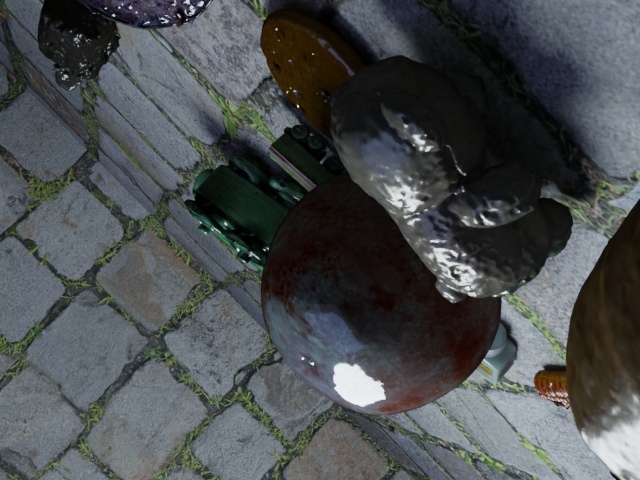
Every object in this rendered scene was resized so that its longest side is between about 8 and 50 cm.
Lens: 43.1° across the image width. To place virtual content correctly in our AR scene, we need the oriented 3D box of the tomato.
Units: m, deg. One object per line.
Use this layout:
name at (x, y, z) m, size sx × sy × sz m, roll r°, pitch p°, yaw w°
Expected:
tomato at (0.076, 0.066, 1.040) m, size 0.316 × 0.282 × 0.317 m, roll 37°, pitch 152°, yaw 24°

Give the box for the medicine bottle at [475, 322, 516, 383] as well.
medicine bottle at (0.256, 0.164, 1.236) m, size 0.074 × 0.055 × 0.118 m, roll 39°, pitch 164°, yaw 24°

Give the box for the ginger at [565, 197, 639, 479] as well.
ginger at (0.264, 0.039, 0.470) m, size 0.223 × 0.269 × 0.200 m, roll 50°, pitch -165°, yaw -47°

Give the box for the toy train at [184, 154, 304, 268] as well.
toy train at (-0.102, -0.028, 1.493) m, size 0.299 × 0.167 × 0.238 m, roll 34°, pitch 172°, yaw 38°

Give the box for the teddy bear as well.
teddy bear at (0.120, -0.063, 0.790) m, size 0.267 × 0.151 × 0.236 m, roll 53°, pitch 170°, yaw -22°

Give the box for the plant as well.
plant at (-0.444, -0.368, 1.486) m, size 0.131 × 0.143 × 0.203 m, roll 30°, pitch 163°, yaw -9°

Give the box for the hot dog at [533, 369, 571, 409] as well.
hot dog at (0.351, 0.213, 1.148) m, size 0.062 × 0.038 × 0.144 m, roll 47°, pitch 165°, yaw -8°

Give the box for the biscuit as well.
biscuit at (0.006, -0.190, 0.972) m, size 0.212 × 0.036 × 0.212 m, roll 40°, pitch 163°, yaw 15°

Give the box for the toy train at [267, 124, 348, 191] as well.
toy train at (-0.006, -0.106, 1.166) m, size 0.148 × 0.071 × 0.038 m, roll 42°, pitch 166°, yaw 8°

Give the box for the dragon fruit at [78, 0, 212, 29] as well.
dragon fruit at (-0.192, -0.360, 0.887) m, size 0.218 × 0.148 × 0.224 m, roll 8°, pitch 144°, yaw 12°
